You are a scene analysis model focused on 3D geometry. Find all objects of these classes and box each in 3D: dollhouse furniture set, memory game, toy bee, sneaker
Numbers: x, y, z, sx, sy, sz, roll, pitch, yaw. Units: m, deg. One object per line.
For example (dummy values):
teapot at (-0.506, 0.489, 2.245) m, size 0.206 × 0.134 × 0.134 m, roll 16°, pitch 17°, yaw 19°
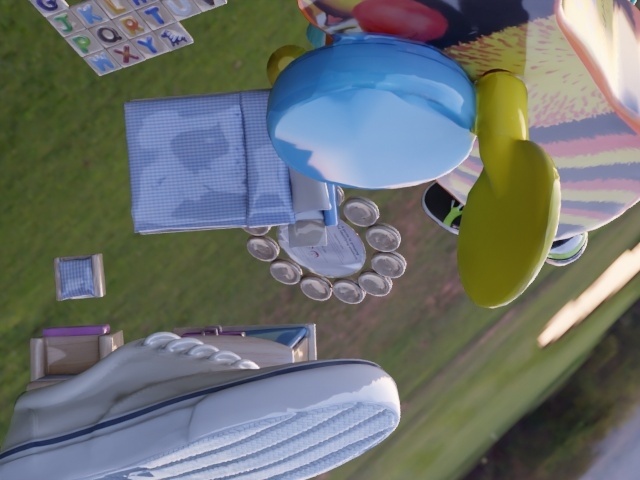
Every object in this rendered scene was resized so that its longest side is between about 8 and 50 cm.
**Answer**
dollhouse furniture set at (-0.132, -0.018, 1.102) m, size 0.286 × 0.303 × 0.198 m, roll -2°, pitch -179°, yaw 5°
memory game at (0.000, 0.000, 1.303) m, size 0.186 × 0.186 × 0.012 m, roll 116°, pitch 0°, yaw -51°
toy bee at (0.044, -0.076, 0.397) m, size 0.162 × 0.195 × 0.298 m, roll -18°, pitch 169°, yaw 40°
sneaker at (0.230, -0.046, 1.571) m, size 0.084 × 0.235 × 0.097 m, roll -61°, pitch 149°, yaw -19°
sneaker at (-0.080, 0.093, 0.712) m, size 0.258 × 0.091 × 0.094 m, roll -15°, pitch 147°, yaw 19°

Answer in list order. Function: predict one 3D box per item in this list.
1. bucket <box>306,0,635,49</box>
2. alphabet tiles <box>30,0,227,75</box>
bucket at (0.128, -0.220, 1.074) m, size 0.281 × 0.281 × 0.183 m, roll -15°, pitch 130°, yaw -59°
alphabet tiles at (-0.249, -0.310, 1.607) m, size 0.237 × 0.009 × 0.198 m, roll -15°, pitch 138°, yaw 26°
